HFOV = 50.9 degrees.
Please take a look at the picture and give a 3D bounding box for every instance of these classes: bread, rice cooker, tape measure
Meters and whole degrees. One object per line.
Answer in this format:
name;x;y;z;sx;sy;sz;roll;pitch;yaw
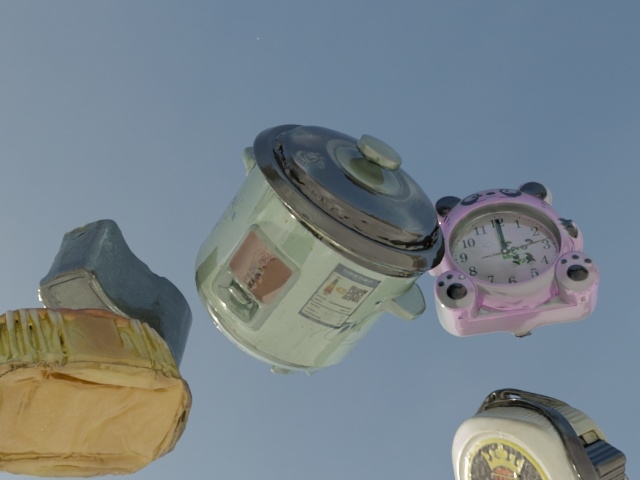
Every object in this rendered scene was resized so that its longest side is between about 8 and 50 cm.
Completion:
bread;-0.218;0.129;0.591;0.191;0.114;0.132;14;-68;-40
rice cooker;0.000;0.000;0.839;0.317;0.264;0.316;6;-79;33
tape measure;0.313;0.317;0.891;0.133;0.271;0.231;-7;-92;-33

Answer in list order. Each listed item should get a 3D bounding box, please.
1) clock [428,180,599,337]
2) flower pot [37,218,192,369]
clock;0.271;0.020;0.997;0.228;0.247;0.090;-9;-44;8
flower pot;-0.268;0.091;0.910;0.103;0.108;0.229;-24;-58;19
